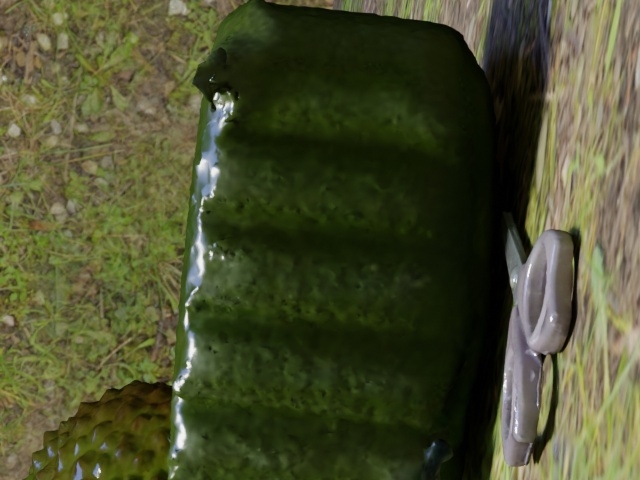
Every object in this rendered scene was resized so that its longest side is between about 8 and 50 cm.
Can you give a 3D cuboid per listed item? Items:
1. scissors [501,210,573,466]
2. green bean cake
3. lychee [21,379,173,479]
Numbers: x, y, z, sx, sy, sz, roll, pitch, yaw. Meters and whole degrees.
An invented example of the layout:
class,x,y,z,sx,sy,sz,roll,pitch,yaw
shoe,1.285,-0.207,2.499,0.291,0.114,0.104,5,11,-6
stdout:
class,x,y,z,sx,sy,sz,roll,pitch,yaw
scissors,0.087,0.022,0.856,0.189,0.015,0.100,-85,5,-70
green bean cake,0.006,0.008,1.024,0.247,0.156,0.250,-107,25,-85
lychee,-0.113,0.239,1.646,0.320,0.270,0.270,-42,-13,-21
